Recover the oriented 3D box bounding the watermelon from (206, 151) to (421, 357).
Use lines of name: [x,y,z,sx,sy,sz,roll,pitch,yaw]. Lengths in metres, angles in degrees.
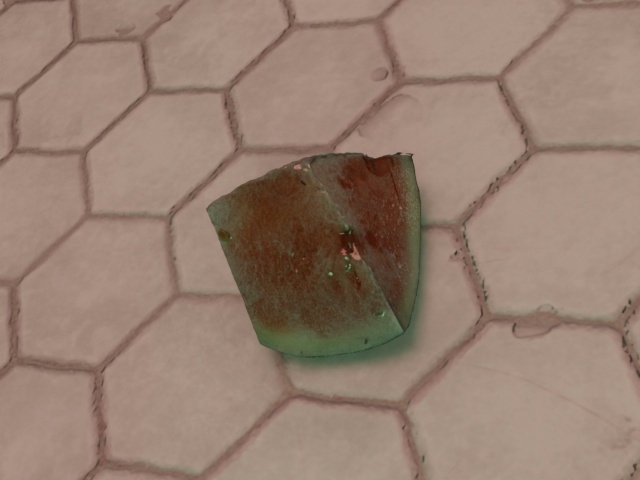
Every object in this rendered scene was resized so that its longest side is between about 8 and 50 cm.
watermelon: [0.000,0.000,1.327,0.212,0.201,0.262,-20,51,23]
